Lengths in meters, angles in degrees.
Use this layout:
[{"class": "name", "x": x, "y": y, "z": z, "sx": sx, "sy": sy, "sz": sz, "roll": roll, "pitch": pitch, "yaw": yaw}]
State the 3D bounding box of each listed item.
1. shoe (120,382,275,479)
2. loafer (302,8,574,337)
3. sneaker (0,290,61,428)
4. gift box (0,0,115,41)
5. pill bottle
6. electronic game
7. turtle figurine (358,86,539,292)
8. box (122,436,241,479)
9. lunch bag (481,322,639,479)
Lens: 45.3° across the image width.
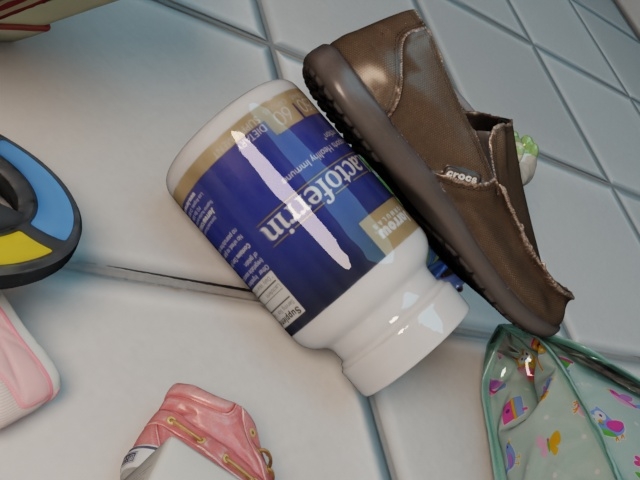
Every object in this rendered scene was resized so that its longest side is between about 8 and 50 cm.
[{"class": "shoe", "x": -0.050, "y": 0.175, "z": 0.547, "sx": 0.178, "sy": 0.063, "sz": 0.081, "roll": 35, "pitch": 42, "yaw": -9}, {"class": "loafer", "x": 0.140, "y": -0.055, "z": 0.701, "sx": 0.366, "sy": 0.130, "sz": 0.134, "roll": 49, "pitch": 1, "yaw": -24}, {"class": "sneaker", "x": -0.231, "y": 0.063, "z": 0.482, "sx": 0.134, "sy": 0.051, "sz": 0.070, "roll": 50, "pitch": 31, "yaw": -2}, {"class": "gift box", "x": -0.270, "y": -0.284, "z": 0.537, "sx": 0.276, "sy": 0.258, "sz": 0.255, "roll": -20, "pitch": 99, "yaw": -66}, {"class": "pill bottle", "x": 0.000, "y": 0.000, "z": 0.686, "sx": 0.265, "sy": 0.153, "sz": 0.153, "roll": 49, "pitch": 36, "yaw": 3}, {"class": "electronic game", "x": -0.267, "y": -0.041, "z": 0.494, "sx": 0.229, "sy": 0.048, "sz": 0.229, "roll": 26, "pitch": 20, "yaw": -11}, {"class": "turtle figurine", "x": 0.142, "y": -0.099, "z": 0.884, "sx": 0.275, "sy": 0.198, "sz": 0.266, "roll": 54, "pitch": 35, "yaw": 3}, {"class": "box", "x": -0.087, "y": 0.194, "z": 0.461, "sx": 0.101, "sy": 0.102, "sz": 0.087, "roll": 37, "pitch": 39, "yaw": -12}, {"class": "lunch bag", "x": 0.287, "y": 0.209, "z": 0.777, "sx": 0.223, "sy": 0.160, "sz": 0.262, "roll": 26, "pitch": 29, "yaw": -20}]
